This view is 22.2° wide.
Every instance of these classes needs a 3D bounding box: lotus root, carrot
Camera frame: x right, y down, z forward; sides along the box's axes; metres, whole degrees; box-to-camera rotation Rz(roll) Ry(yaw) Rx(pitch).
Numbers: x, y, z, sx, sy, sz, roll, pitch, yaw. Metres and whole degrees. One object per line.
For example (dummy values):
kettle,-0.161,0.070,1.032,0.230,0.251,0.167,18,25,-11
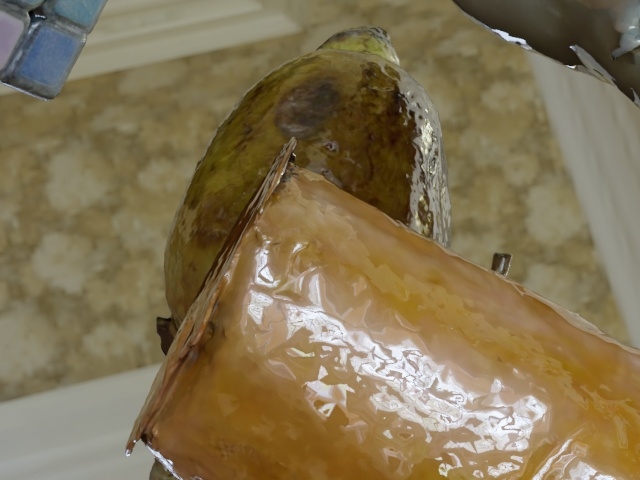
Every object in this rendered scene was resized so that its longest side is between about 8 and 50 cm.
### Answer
lotus root,0.000,0.000,0.871,0.169,0.141,0.314,78,25,-55
carrot,0.052,0.097,0.663,0.196,0.254,0.196,-57,-172,13

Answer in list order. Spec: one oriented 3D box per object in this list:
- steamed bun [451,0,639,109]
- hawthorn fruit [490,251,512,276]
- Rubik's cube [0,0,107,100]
steamed bun,0.261,-0.202,0.792,0.367,0.342,0.255,43,-35,38
hawthorn fruit,0.062,0.113,1.163,0.253,0.205,0.205,-58,-147,21
Rubik's cube,-0.301,-0.309,1.175,0.293,0.287,0.292,36,-80,35
